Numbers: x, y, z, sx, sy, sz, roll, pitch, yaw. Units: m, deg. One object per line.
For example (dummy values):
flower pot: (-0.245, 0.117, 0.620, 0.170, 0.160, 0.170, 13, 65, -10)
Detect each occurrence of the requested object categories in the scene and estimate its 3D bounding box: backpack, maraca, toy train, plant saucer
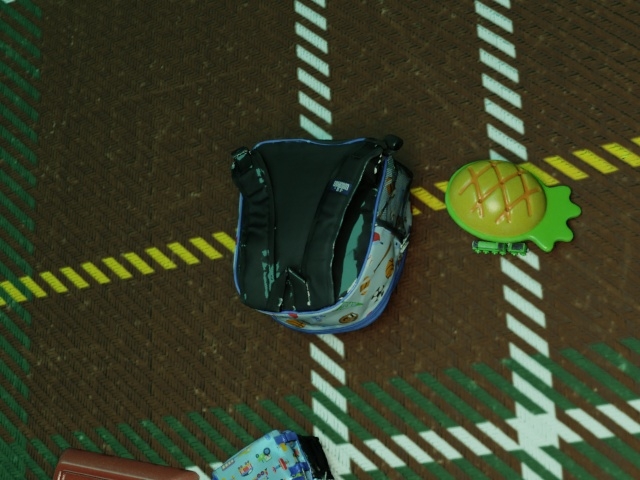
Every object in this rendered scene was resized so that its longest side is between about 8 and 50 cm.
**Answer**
backpack: (0.000, 0.000, 1.897, 0.277, 0.213, 0.263, -1, 63, 33)
maraca: (0.264, -0.049, 1.846, 0.186, 0.099, 0.127, 18, 67, 10)
backpack: (-0.050, 0.367, 1.843, 0.158, 0.117, 0.173, -32, 63, 14)
toy train: (0.250, 0.010, 1.871, 0.083, 0.024, 0.017, 4, 74, 28)
plant saucer: (-0.326, 0.449, 1.994, 0.259, 0.048, 0.258, 5, 75, 28)
